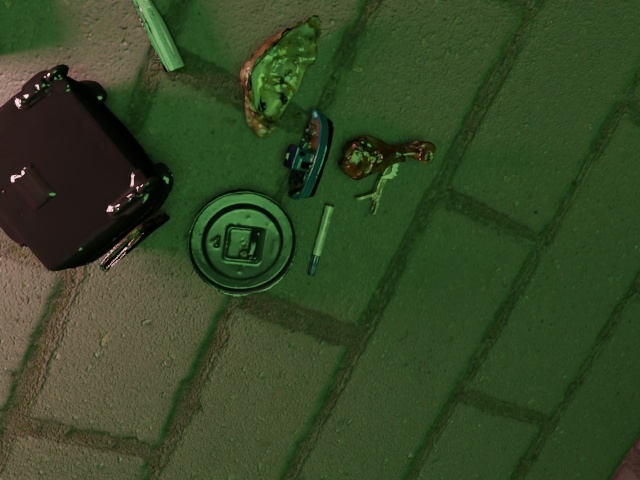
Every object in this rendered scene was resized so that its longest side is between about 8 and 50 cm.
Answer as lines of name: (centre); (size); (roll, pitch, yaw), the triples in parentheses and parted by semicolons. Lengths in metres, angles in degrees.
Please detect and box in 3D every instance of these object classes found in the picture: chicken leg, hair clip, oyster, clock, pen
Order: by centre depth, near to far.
oyster: (-0.094, -0.395, 1.260); (0.294, 0.094, 0.166); (-50, 131, -6)
chicken leg: (0.167, -0.215, 1.361); (0.252, 0.087, 0.107); (-5, 107, -5)
clock: (-0.198, 0.005, 1.369); (0.281, 0.055, 0.280); (-4, 109, -13)
hair clip: (0.174, -0.178, 1.415); (0.072, 0.034, 0.225); (31, 97, -18)
pen: (0.000, 0.000, 1.434); (0.025, 0.025, 0.204); (11, 105, -17)

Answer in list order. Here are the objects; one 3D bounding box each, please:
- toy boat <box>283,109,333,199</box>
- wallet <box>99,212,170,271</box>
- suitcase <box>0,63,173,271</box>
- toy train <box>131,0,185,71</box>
toy boat: (-0.039, -0.210, 1.317); (0.097, 0.100, 0.223); (10, 104, -31)
wallet: (-0.408, -0.009, 1.205); (0.137, 0.255, 0.031); (-40, 102, 2)
suitcase: (-0.535, -0.138, 1.133); (0.339, 0.188, 0.345); (-38, 95, 2)
toy train: (-0.370, -0.493, 1.164); (0.048, 0.055, 0.251); (-25, 112, -5)
